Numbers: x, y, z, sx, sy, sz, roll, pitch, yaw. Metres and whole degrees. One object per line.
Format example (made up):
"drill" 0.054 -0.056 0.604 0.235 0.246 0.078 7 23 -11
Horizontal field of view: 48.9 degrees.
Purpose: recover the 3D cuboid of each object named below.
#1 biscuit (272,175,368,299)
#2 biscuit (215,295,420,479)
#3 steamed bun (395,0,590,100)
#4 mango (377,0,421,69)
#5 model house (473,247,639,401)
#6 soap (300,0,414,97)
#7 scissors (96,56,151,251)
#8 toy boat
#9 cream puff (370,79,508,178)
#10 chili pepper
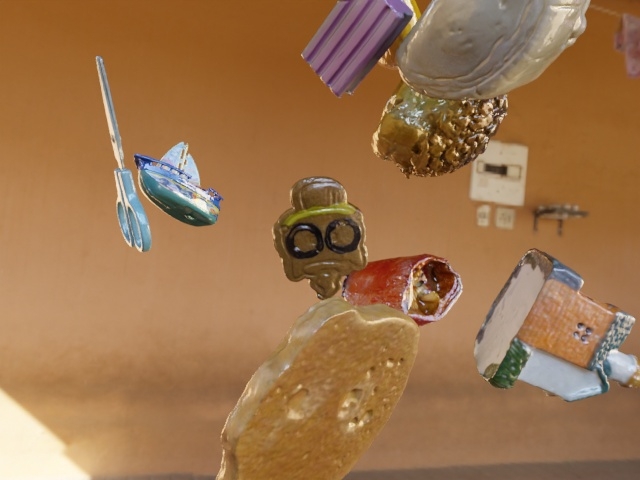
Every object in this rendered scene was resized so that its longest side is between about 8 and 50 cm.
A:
"biscuit" 0.000 0.000 1.559 0.209 0.290 0.041 -8 19 -2
"biscuit" -0.001 0.264 1.125 0.062 0.385 0.365 37 11 38
"steamed bun" 0.322 -0.392 1.224 0.236 0.383 0.247 42 38 14
"mango" 0.152 -0.481 1.524 0.119 0.176 0.317 -27 -27 0
"model house" 0.490 0.200 1.375 0.301 0.271 0.190 27 8 1
"soap" 0.065 -0.379 1.305 0.203 0.122 0.065 -46 -11 36
"scissors" -0.460 -0.192 1.609 0.029 0.446 0.193 -16 18 -27
"toy boat" -0.220 -0.100 1.077 0.091 0.110 0.175 -5 -25 32
"cream puff" 0.289 -0.281 1.623 0.231 0.343 0.327 41 -32 10
"chili pepper" 0.224 0.153 2.052 0.251 0.229 0.305 -38 9 -38
